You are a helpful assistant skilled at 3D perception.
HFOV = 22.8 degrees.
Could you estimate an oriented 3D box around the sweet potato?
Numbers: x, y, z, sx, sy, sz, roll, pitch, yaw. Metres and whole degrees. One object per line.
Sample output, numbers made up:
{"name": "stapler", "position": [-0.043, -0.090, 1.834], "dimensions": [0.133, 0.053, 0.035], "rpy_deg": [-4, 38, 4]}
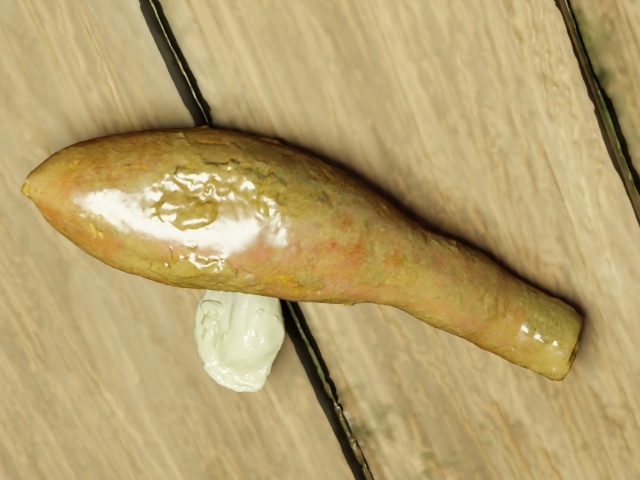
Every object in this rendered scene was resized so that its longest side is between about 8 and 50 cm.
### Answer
{"name": "sweet potato", "position": [0.000, 0.000, 1.025], "dimensions": [0.385, 0.109, 0.109], "rpy_deg": [15, 109, -10]}

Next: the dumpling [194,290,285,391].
{"name": "dumpling", "position": [-0.054, 0.057, 1.067], "dimensions": [0.057, 0.052, 0.076], "rpy_deg": [4, 112, -13]}
